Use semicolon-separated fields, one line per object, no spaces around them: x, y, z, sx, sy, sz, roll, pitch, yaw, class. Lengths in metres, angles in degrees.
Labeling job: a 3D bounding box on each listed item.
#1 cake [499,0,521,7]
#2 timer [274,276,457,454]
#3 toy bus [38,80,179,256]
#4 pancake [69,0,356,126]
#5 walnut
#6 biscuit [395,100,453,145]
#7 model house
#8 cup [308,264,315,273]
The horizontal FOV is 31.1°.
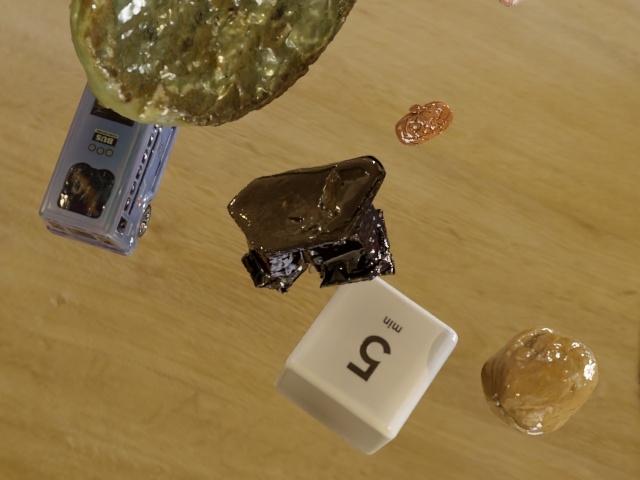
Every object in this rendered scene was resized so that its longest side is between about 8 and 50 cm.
0.169;-0.444;1.160;0.314;0.307;0.293;14;52;-31;cake
0.066;0.186;1.757;0.194;0.192;0.195;36;70;4;timer
-0.251;-0.139;1.451;0.125;0.133;0.292;17;79;4;toy bus
-0.058;-0.177;0.733;0.253;0.037;0.253;-35;146;-28;pancake
0.306;0.196;1.607;0.166;0.166;0.149;-20;95;-12;walnut
0.156;-0.178;1.736;0.091;0.015;0.078;-30;141;8;biscuit
-0.006;-0.008;1.473;0.203;0.164;0.141;-5;66;10;model house
-0.015;-0.011;1.756;0.102;0.074;0.099;45;117;15;cup
